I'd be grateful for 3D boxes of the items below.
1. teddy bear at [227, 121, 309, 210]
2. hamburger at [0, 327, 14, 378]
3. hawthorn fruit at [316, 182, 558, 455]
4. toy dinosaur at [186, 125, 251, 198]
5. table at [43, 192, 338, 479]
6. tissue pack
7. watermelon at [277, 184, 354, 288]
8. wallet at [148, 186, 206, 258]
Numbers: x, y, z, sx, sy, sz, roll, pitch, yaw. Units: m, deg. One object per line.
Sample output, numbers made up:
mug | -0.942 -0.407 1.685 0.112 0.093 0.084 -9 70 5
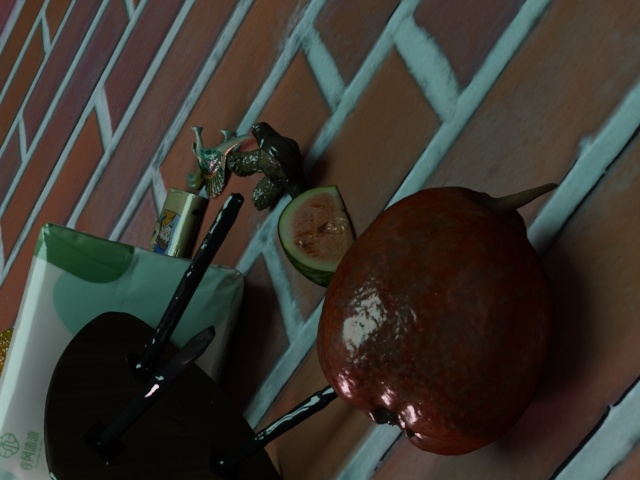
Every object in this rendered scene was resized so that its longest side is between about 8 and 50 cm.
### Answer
teddy bear | -0.055 -0.099 1.566 0.119 0.078 0.160 60 159 -2
hamburger | -0.574 0.264 2.222 0.173 0.116 0.210 -55 33 23
hawthorn fruit | 0.120 0.053 1.068 0.262 0.210 0.210 -57 28 -7
toy dinosaur | -0.157 -0.114 1.792 0.187 0.044 0.106 15 101 49
table | -0.119 0.118 1.298 0.249 0.317 0.317 -49 36 27
tissue pack | -0.265 0.176 1.554 0.194 0.266 0.356 112 173 -85
watermelon | -0.004 0.010 1.453 0.163 0.087 0.069 -103 4 -46
wallet | -0.232 -0.003 1.853 0.110 0.039 0.155 18 89 60
